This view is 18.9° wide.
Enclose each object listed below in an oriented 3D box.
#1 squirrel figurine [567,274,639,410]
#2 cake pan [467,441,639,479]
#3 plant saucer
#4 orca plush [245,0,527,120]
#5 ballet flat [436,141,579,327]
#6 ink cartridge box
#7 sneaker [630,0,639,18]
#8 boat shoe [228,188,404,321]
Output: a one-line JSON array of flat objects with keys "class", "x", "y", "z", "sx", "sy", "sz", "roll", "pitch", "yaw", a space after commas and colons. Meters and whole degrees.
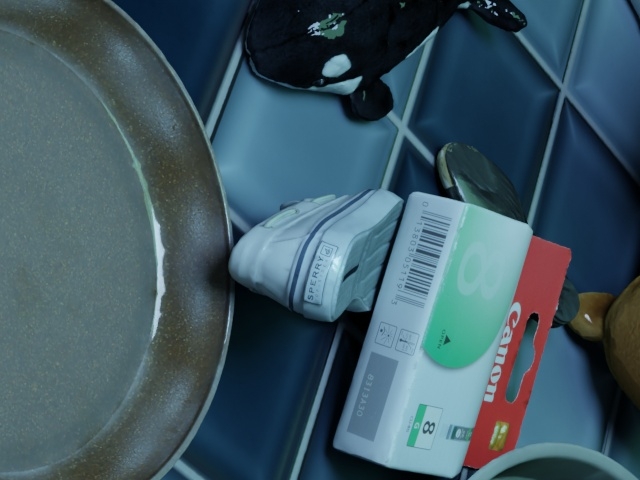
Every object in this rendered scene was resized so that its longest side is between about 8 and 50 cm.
[{"class": "squirrel figurine", "x": 0.361, "y": -0.022, "z": 1.558, "sx": 0.370, "sy": 0.281, "sz": 0.397, "roll": -28, "pitch": 119, "yaw": -34}, {"class": "cake pan", "x": 0.154, "y": 0.289, "z": 1.344, "sx": 0.293, "sy": 0.054, "sz": 0.293, "roll": 8, "pitch": 78, "yaw": -38}, {"class": "plant saucer", "x": -0.166, "y": 0.002, "z": 1.056, "sx": 0.310, "sy": 0.050, "sz": 0.310, "roll": 16, "pitch": 69, "yaw": -48}, {"class": "orca plush", "x": 0.071, "y": -0.164, "z": 1.345, "sx": 0.287, "sy": 0.102, "sz": 0.151, "roll": -2, "pitch": 84, "yaw": -52}, {"class": "ballet flat", "x": 0.133, "y": 0.000, "z": 1.444, "sx": 0.057, "sy": 0.049, "sz": 0.173, "roll": -47, "pitch": 113, "yaw": -32}, {"class": "ink cartridge box", "x": 0.114, "y": 0.076, "z": 1.335, "sx": 0.224, "sy": 0.056, "sz": 0.181, "roll": 17, "pitch": 90, "yaw": -50}, {"class": "sneaker", "x": 0.325, "y": -0.155, "z": 1.693, "sx": 0.212, "sy": 0.080, "sz": 0.094, "roll": 45, "pitch": 72, "yaw": -31}, {"class": "boat shoe", "x": 0.000, "y": 0.000, "z": 1.225, "sx": 0.226, "sy": 0.076, "sz": 0.083, "roll": -6, "pitch": 114, "yaw": -79}]
